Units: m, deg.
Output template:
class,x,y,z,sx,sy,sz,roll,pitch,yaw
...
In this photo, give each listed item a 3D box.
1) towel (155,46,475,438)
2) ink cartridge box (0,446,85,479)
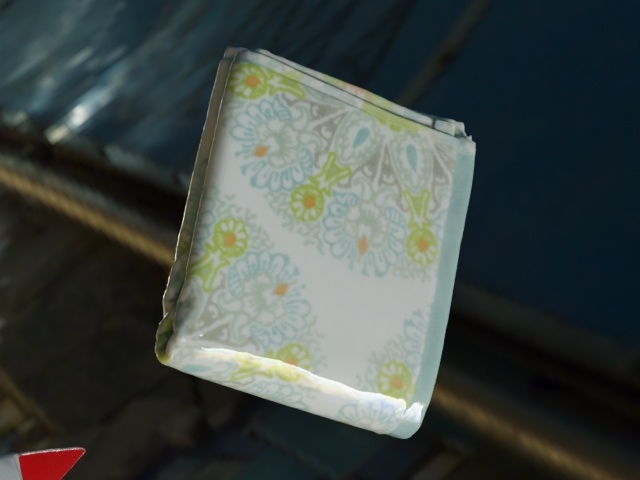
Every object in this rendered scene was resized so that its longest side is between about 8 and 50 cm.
class,x,y,z,sx,sy,sz,roll,pitch,yaw
towel,0.000,0.000,2.153,0.321,0.374,0.090,19,-18,-24
ink cartridge box,-0.370,0.314,1.795,0.309,0.272,0.130,-47,-125,50
